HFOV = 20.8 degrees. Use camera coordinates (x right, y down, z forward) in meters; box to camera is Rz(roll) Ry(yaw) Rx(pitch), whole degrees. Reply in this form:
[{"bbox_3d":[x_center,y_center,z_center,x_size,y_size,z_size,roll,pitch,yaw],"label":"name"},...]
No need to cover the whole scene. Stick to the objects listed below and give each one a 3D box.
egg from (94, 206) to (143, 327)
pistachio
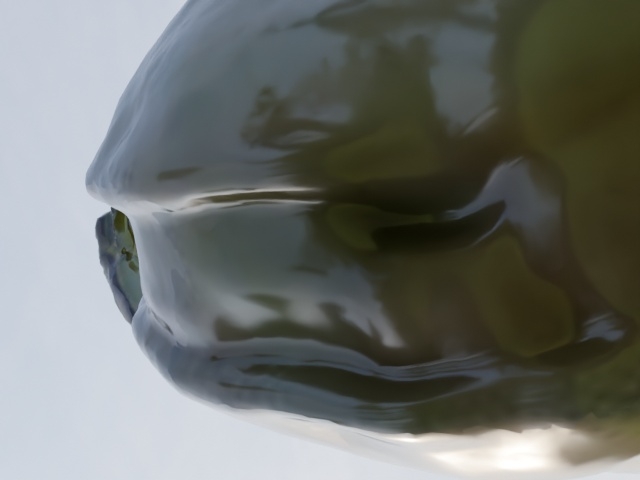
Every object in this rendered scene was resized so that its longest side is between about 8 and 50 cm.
[{"bbox_3d":[0.003,0.003,1.202,0.264,0.286,0.174,62,178,35],"label":"egg"},{"bbox_3d":[0.122,-0.031,0.677,0.445,0.365,0.281,-16,-79,-49],"label":"pistachio"}]
